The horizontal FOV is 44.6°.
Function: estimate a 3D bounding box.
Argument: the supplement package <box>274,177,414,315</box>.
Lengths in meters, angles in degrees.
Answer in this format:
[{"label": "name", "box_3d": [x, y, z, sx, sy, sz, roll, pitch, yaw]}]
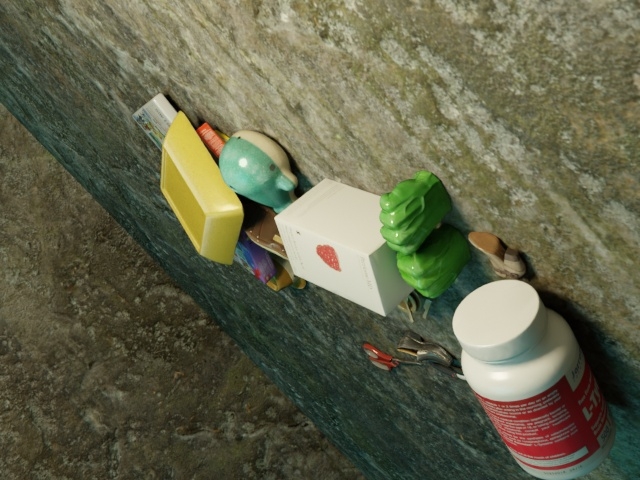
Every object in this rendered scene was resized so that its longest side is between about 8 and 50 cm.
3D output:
[{"label": "supplement package", "box_3d": [0.074, 0.008, 1.720, 0.293, 0.175, 0.177, 22, 140, 43]}]

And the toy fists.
[{"label": "toy fists", "box_3d": [0.199, -0.003, 1.553, 0.096, 0.142, 0.279, 21, 149, 44]}]

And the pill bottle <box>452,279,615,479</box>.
[{"label": "pill bottle", "box_3d": [0.424, 0.278, 1.566, 0.229, 0.229, 0.407, 14, 145, 52]}]

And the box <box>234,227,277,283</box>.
[{"label": "box", "box_3d": [-0.242, -0.017, 2.270, 0.201, 0.057, 0.293, 36, 159, 31]}]

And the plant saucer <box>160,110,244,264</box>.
[{"label": "plant saucer", "box_3d": [-0.332, -0.117, 2.059, 0.332, 0.081, 0.332, 57, 155, 16]}]

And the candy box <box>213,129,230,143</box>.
[{"label": "candy box", "box_3d": [-0.228, -0.201, 2.092, 0.105, 0.027, 0.206, 32, 156, 28]}]

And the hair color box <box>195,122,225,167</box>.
[{"label": "hair color box", "box_3d": [-0.269, -0.229, 2.014, 0.141, 0.043, 0.072, 49, 159, -3]}]

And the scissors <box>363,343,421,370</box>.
[{"label": "scissors", "box_3d": [0.233, 0.376, 2.383, 0.297, 0.021, 0.109, 7, 137, 55]}]

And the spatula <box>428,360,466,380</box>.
[{"label": "spatula", "box_3d": [0.384, 0.357, 2.059, 0.296, 0.030, 0.084, 11, 141, 55]}]

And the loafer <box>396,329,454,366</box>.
[{"label": "loafer", "box_3d": [0.281, 0.304, 2.096, 0.170, 0.061, 0.062, 22, 149, 42]}]

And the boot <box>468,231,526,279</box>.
[{"label": "boot", "box_3d": [0.342, 0.035, 1.512, 0.118, 0.042, 0.087, 30, 157, 32]}]

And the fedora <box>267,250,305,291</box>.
[{"label": "fedora", "box_3d": [-0.135, 0.100, 2.425, 0.194, 0.079, 0.194, 36, 159, 17]}]

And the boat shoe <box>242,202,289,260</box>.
[{"label": "boat shoe", "box_3d": [-0.104, -0.003, 2.008, 0.257, 0.095, 0.095, 39, 178, 29]}]

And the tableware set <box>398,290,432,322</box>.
[{"label": "tableware set", "box_3d": [0.208, 0.113, 1.852, 0.128, 0.039, 0.194, 35, 147, 21]}]

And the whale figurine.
[{"label": "whale figurine", "box_3d": [-0.144, -0.140, 1.903, 0.216, 0.141, 0.272, 20, 152, 44]}]

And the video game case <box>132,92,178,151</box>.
[{"label": "video game case", "box_3d": [-0.392, -0.259, 2.229, 0.329, 0.036, 0.300, 51, 161, -16]}]
